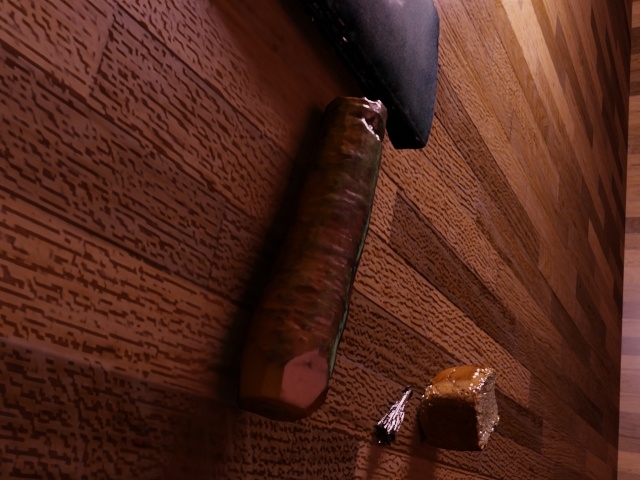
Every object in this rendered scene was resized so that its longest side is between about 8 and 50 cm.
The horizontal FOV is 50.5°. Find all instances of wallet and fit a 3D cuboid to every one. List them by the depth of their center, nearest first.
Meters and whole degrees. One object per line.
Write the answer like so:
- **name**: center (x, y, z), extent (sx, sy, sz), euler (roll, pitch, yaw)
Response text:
- **wallet**: center (0.017, -0.247, 0.543), extent (0.379, 0.046, 0.191), euler (44, 51, -50)

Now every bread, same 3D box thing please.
- **bread**: center (0.152, 0.179, 0.741), extent (0.083, 0.070, 0.077), euler (-36, 120, -56)

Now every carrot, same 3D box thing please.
- **carrot**: center (0.000, 0.000, 0.493), extent (0.070, 0.070, 0.260), euler (51, 46, -47)

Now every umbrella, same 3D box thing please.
- **umbrella**: center (0.072, 0.172, 0.658), extent (0.083, 0.020, 0.031), euler (-50, 132, -55)
